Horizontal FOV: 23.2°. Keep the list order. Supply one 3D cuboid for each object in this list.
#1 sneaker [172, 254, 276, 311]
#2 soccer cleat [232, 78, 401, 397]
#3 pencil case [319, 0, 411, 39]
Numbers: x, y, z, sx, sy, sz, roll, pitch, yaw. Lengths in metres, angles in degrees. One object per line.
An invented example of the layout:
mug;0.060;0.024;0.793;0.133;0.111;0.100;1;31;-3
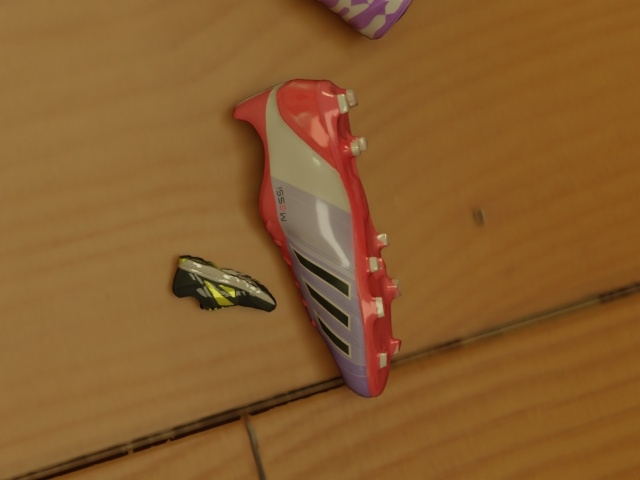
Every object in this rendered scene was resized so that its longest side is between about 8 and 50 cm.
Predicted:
sneaker;-0.074;0.040;1.188;0.083;0.031;0.035;23;98;-9
soccer cleat;0.000;0.000;1.189;0.095;0.083;0.248;-9;98;15
pencil case;-0.006;-0.238;1.171;0.206;0.086;0.088;35;116;-13
